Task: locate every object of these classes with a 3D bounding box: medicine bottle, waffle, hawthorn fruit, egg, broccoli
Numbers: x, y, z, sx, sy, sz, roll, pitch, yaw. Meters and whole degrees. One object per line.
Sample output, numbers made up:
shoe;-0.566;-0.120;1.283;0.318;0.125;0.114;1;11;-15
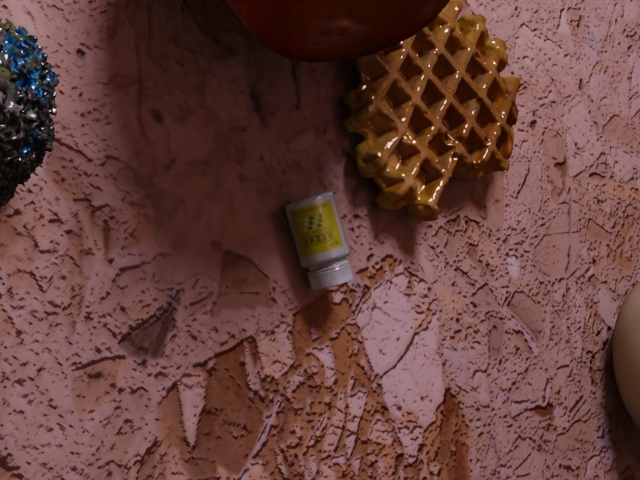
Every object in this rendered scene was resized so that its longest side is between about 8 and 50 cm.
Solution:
medicine bottle;0.000;0.000;0.897;0.047;0.047;0.083;-18;92;-42
waffle;0.124;-0.137;1.030;0.253;0.056;0.248;8;76;-41
hawthorn fruit;0.012;-0.282;0.826;0.276;0.299;0.275;0;82;0
egg;0.438;0.147;1.159;0.186;0.186;0.241;-19;85;-42
broccoli;-0.254;-0.086;0.653;0.160;0.154;0.167;17;64;5
